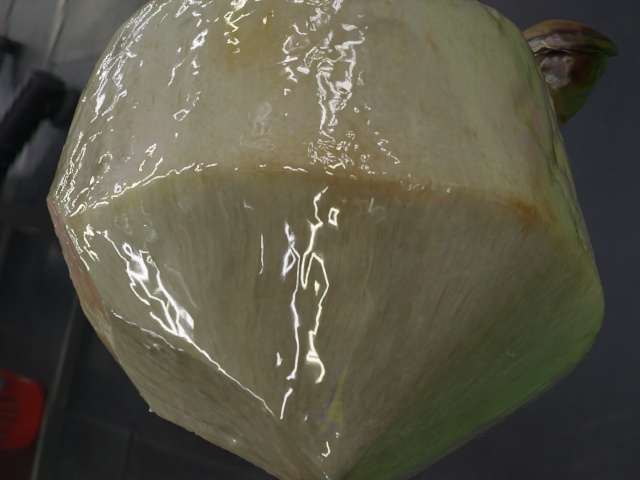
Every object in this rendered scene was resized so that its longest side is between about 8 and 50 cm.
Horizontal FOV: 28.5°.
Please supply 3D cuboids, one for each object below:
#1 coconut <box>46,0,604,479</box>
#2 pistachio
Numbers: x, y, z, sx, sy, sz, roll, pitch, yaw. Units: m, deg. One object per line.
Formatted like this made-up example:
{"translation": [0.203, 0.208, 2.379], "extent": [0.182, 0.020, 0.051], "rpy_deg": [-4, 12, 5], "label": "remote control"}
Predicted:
{"translation": [0.000, 0.000, 0.901], "extent": [0.345, 0.415, 0.415], "rpy_deg": [112, 152, -52], "label": "coconut"}
{"translation": [0.293, -0.215, 1.579], "extent": [0.210, 0.165, 0.131], "rpy_deg": [77, 178, -82], "label": "pistachio"}
